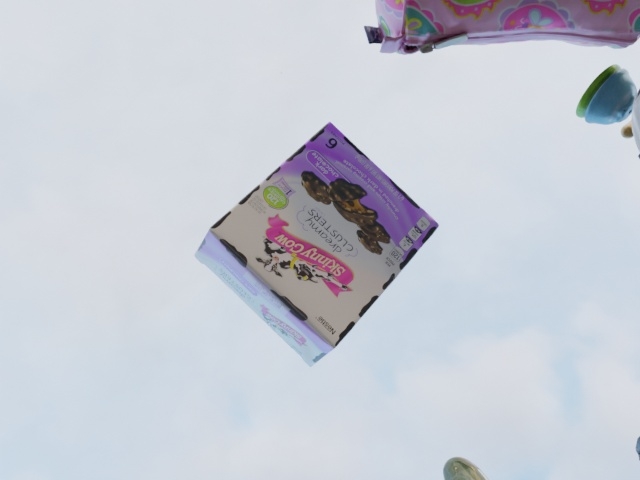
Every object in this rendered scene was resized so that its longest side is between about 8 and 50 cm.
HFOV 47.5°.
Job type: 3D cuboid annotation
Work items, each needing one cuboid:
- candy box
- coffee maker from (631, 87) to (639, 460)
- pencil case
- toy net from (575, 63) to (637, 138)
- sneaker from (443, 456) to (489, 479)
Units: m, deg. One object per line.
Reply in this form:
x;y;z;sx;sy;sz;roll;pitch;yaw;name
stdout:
0.000;0.000;0.745;0.165;0.070;0.196;43;-123;1;candy box
0.186;-0.005;0.217;0.171;0.178;0.120;-6;-46;27;coffee maker
0.193;-0.247;0.738;0.284;0.124;0.124;-4;-77;-8;pencil case
0.379;-0.175;0.844;0.045;0.232;0.122;43;-65;27;toy net
0.225;0.401;1.080;0.064;0.192;0.086;-44;-45;19;sneaker
